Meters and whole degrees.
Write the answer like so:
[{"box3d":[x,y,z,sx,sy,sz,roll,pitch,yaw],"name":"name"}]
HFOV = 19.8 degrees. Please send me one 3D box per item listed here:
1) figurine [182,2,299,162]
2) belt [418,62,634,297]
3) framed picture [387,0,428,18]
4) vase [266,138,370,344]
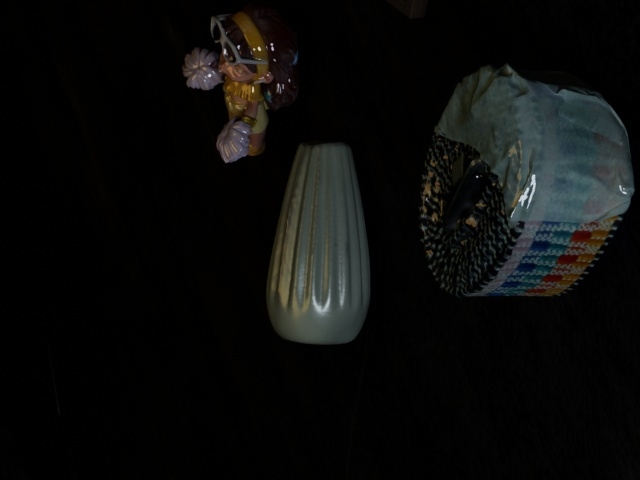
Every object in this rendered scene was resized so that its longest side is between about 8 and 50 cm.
[{"box3d":[-0.093,-0.202,2.347,0.175,0.115,0.240,63,151,31],"name":"figurine"},{"box3d":[0.203,-0.059,1.866,0.257,0.150,0.207,113,146,-42],"name":"belt"},{"box3d":[0.077,-0.347,2.106,0.168,0.023,0.128,45,135,45],"name":"framed picture"},{"box3d":[0.000,0.000,2.252,0.128,0.128,0.248,7,96,58],"name":"vase"}]
